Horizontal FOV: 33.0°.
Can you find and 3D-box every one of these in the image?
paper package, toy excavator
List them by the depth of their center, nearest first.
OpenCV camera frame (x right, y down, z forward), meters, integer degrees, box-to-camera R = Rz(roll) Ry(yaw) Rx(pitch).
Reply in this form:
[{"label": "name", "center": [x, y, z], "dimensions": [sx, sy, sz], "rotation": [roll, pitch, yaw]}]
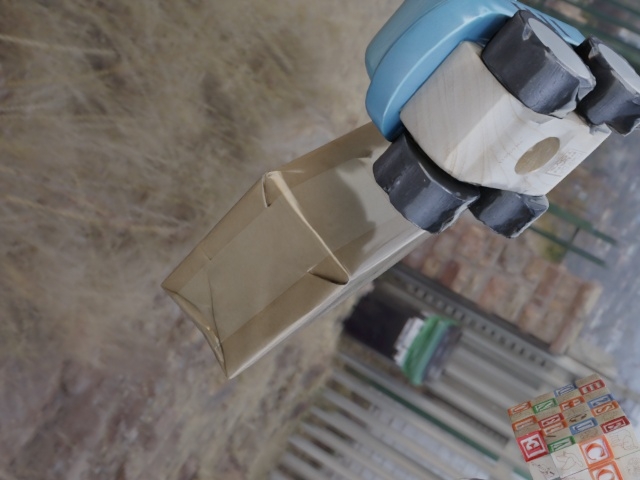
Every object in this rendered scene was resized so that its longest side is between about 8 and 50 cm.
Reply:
[{"label": "toy excavator", "center": [0.175, -0.237, 1.255], "dimensions": [0.433, 0.445, 0.222], "rotation": [5, 137, -50]}, {"label": "paper package", "center": [0.000, 0.000, 1.457], "dimensions": [0.325, 0.168, 0.309], "rotation": [-32, 172, -47]}]

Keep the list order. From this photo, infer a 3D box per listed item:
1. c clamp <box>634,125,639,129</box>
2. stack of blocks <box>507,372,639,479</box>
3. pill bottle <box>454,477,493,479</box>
[{"label": "c clamp", "center": [0.452, -0.182, 1.696], "dimensions": [0.161, 0.137, 0.022], "rotation": [-77, 173, -79]}, {"label": "stack of blocks", "center": [0.408, 0.320, 1.738], "dimensions": [0.171, 0.087, 0.297], "rotation": [-24, -175, 7]}, {"label": "pill bottle", "center": [0.214, 0.358, 1.211], "dimensions": [0.169, 0.301, 0.169], "rotation": [-2, 92, -61]}]
